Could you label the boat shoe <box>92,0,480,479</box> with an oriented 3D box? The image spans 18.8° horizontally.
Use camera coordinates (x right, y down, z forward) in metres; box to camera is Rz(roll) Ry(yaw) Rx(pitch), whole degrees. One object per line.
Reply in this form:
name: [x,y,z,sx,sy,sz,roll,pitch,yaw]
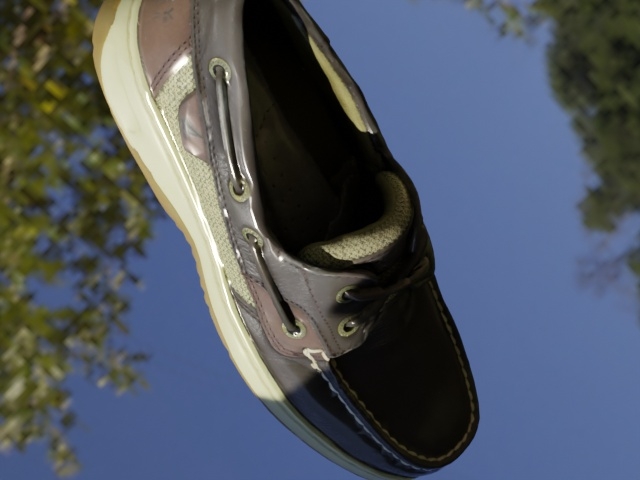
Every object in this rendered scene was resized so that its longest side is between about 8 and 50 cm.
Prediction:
boat shoe: [0.000,0.000,0.469,0.056,0.049,0.152,-49,-62,-30]
